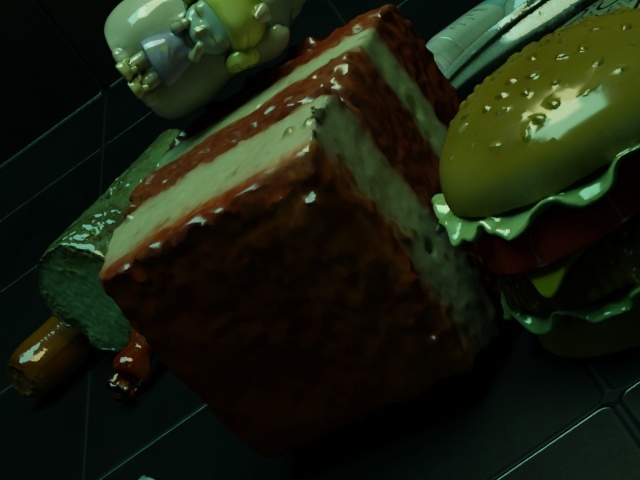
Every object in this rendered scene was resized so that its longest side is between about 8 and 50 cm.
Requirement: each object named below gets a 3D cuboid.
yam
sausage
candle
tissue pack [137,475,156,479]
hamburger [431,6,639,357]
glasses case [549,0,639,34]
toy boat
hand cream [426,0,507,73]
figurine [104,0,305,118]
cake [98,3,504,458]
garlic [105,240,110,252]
[{"bbox_3d":[-0.196,-0.015,2.097,0.168,0.168,0.304,-15,28,50],"label":"yam"},{"bbox_3d":[-0.306,0.117,2.132,0.197,0.076,0.076,-45,19,-29],"label":"sausage"},{"bbox_3d":[-0.161,0.045,1.976,0.051,0.048,0.329,-4,48,45],"label":"candle"},{"bbox_3d":[-0.130,0.302,1.170,0.229,0.159,0.145,-44,19,-22],"label":"tissue pack"},{"bbox_3d":[0.218,-0.061,1.342,0.274,0.212,0.274,-33,18,12],"label":"hamburger"},{"bbox_3d":[0.309,-0.204,1.750,0.355,0.085,0.137,-33,17,11],"label":"glasses case"},{"bbox_3d":[0.247,-0.232,1.876,0.319,0.092,0.141,-35,-22,10],"label":"toy boat"},{"bbox_3d":[0.210,-0.270,2.186,0.111,0.070,0.312,-21,15,45],"label":"hand cream"},{"bbox_3d":[-0.077,-0.218,1.575,0.235,0.127,0.155,-34,-3,7],"label":"figurine"},{"bbox_3d":[0.000,0.000,1.509,0.269,0.270,0.319,-29,17,29],"label":"cake"},{"bbox_3d":[-0.108,-0.015,1.925,0.245,0.164,0.145,-48,-3,-34],"label":"garlic"}]
